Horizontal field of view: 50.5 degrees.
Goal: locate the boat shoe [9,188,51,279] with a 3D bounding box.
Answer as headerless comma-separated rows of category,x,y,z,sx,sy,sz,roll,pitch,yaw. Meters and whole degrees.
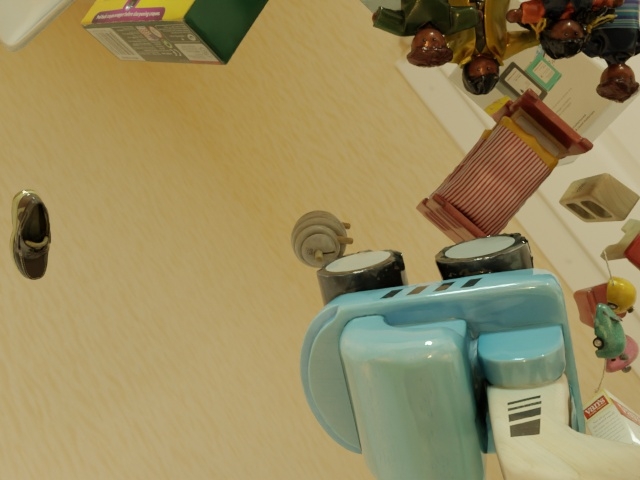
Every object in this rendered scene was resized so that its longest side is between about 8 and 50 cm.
boat shoe,-0.443,-0.001,1.040,0.056,0.049,0.152,-20,-53,-38

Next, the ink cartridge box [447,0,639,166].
ink cartridge box,0.433,-0.304,1.312,0.198,0.270,0.197,-15,-32,-55

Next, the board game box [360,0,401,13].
board game box,0.152,-0.478,0.943,0.098,0.303,0.224,35,-45,-30

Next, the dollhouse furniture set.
dollhouse furniture set,0.345,-0.011,0.955,0.201,0.374,0.152,-51,2,-2

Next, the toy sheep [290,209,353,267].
toy sheep,0.000,0.000,0.981,0.091,0.091,0.132,-37,15,9

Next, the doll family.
doll family,0.131,-0.141,0.422,0.193,0.111,0.076,-3,-4,10

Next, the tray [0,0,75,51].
tray,-0.199,-0.258,0.455,0.145,0.270,0.030,-36,-19,10

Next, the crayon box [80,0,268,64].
crayon box,-0.197,-0.442,1.102,0.106,0.363,0.313,42,-105,-40

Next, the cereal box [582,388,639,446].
cereal box,0.371,0.277,0.681,0.047,0.173,0.240,-46,24,19

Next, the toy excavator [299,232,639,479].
toy excavator,0.163,0.150,0.618,0.433,0.222,0.445,-9,12,18

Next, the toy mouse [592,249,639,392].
toy mouse,0.350,0.116,0.797,0.031,0.161,0.143,1,52,36
